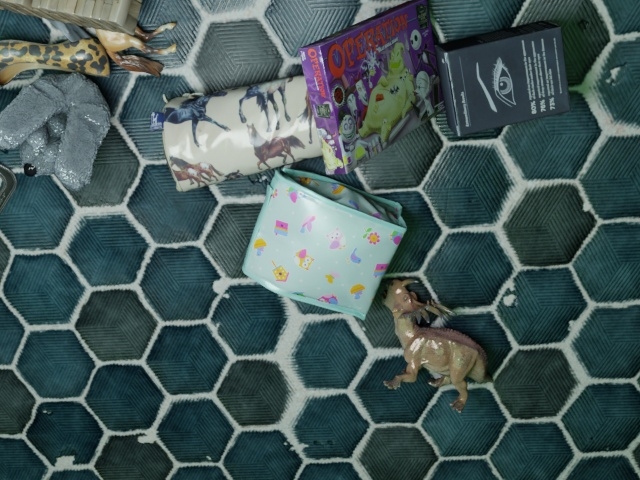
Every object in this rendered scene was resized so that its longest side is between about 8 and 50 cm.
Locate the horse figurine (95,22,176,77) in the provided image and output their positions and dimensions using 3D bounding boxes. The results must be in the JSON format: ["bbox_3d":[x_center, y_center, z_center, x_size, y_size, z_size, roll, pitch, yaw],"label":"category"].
[{"bbox_3d":[-0.351,-0.419,1.628,0.174,0.066,0.263,-4,109,1],"label":"horse figurine"}]

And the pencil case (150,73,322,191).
[{"bbox_3d":[-0.091,-0.221,1.629,0.410,0.160,0.184,-13,92,10],"label":"pencil case"}]

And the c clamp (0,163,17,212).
[{"bbox_3d":[-0.679,-0.114,1.793,0.137,0.022,0.161,24,113,-20],"label":"c clamp"}]

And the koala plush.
[{"bbox_3d":[-0.495,-0.188,1.674,0.196,0.203,0.221,31,153,-13],"label":"koala plush"}]

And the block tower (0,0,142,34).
[{"bbox_3d":[-0.465,-0.433,1.562,0.335,0.097,0.091,15,91,17],"label":"block tower"}]

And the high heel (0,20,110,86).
[{"bbox_3d":[-0.523,-0.299,1.670,0.186,0.093,0.261,44,100,-5],"label":"high heel"}]

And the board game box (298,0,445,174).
[{"bbox_3d":[0.098,-0.265,1.510,0.056,0.347,0.208,-2,113,38],"label":"board game box"}]

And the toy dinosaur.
[{"bbox_3d":[0.244,0.211,1.794,0.295,0.127,0.200,22,105,-10],"label":"toy dinosaur"}]

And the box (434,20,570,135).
[{"bbox_3d":[0.317,-0.285,1.582,0.207,0.108,0.153,-11,110,1],"label":"box"}]

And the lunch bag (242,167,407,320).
[{"bbox_3d":[0.000,0.000,1.711,0.262,0.160,0.223,19,113,-8],"label":"lunch bag"}]
